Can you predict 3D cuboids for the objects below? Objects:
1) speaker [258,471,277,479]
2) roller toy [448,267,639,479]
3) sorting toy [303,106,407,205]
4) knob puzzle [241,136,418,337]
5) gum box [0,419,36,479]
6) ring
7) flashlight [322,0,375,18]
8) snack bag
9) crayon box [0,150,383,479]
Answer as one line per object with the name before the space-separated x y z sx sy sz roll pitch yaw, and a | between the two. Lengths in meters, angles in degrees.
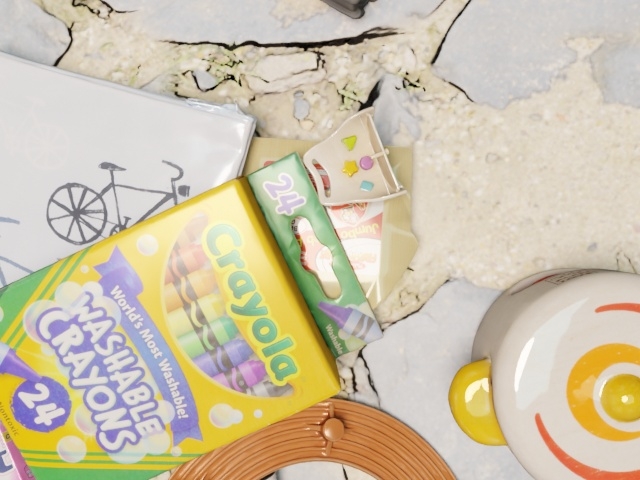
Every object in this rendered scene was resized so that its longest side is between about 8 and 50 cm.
speaker | -0.061 0.296 0.560 0.055 0.055 0.136 -9 88 5
roller toy | 0.234 0.118 0.490 0.209 0.146 0.191 29 92 5
sorting toy | 0.026 -0.067 0.520 0.075 0.045 0.083 -20 88 -9
knob puzzle | 0.000 0.000 0.568 0.213 0.030 0.213 0 90 4
gum box | -0.381 0.241 0.583 0.188 0.062 0.107 -26 88 4
ring | -0.002 0.314 0.507 0.336 0.032 0.337 3 74 -10
flashlight | -0.069 -0.329 0.538 0.304 0.103 0.103 33 94 3
snack bag | -0.253 -0.004 0.572 0.323 0.037 0.343 15 98 6
crayon box | -0.124 0.079 0.504 0.323 0.083 0.203 -25 99 2
